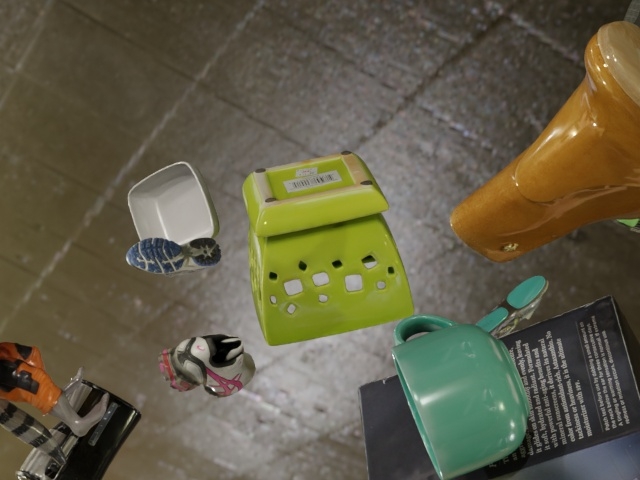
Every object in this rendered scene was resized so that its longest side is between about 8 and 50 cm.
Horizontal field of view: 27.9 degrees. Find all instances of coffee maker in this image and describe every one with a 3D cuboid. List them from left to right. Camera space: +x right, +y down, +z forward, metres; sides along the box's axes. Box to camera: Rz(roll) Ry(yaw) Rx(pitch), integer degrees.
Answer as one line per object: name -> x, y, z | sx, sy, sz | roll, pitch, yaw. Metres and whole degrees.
coffee maker -> -0.353, 0.327, 1.982 | 0.171, 0.178, 0.120 | 43, 155, -29

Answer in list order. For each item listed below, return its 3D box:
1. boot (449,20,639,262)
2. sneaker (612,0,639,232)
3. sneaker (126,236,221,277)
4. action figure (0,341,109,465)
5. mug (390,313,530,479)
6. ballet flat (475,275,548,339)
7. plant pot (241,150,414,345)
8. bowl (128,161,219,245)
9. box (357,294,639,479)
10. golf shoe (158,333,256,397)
boot -> 0.189, -0.055, 0.987 | 0.211, 0.104, 0.295 | -27, 159, 22
sneaker -> 0.395, -0.165, 1.371 | 0.185, 0.482, 0.202 | 28, 142, 3
sneaker -> -0.203, 0.029, 1.740 | 0.135, 0.052, 0.058 | 1, 156, -34
action figure -> -0.447, 0.187, 1.651 | 0.330, 0.178, 0.341 | 20, -168, -22
mug -> 0.127, 0.129, 1.178 | 0.097, 0.157, 0.129 | -20, 168, -1
ballet flat -> 0.240, 0.090, 1.605 | 0.041, 0.114, 0.041 | 51, 179, 1
plant pot -> 0.000, 0.000, 1.914 | 0.228, 0.227, 0.207 | -11, 114, -5
bowl -> -0.226, -0.044, 2.052 | 0.142, 0.142, 0.053 | -25, 171, 28
box -> 0.238, 0.252, 1.383 | 0.294, 0.182, 0.296 | -22, 134, 18
golf shoe -> -0.123, 0.156, 1.639 | 0.086, 0.067, 0.186 | -28, 163, 20
